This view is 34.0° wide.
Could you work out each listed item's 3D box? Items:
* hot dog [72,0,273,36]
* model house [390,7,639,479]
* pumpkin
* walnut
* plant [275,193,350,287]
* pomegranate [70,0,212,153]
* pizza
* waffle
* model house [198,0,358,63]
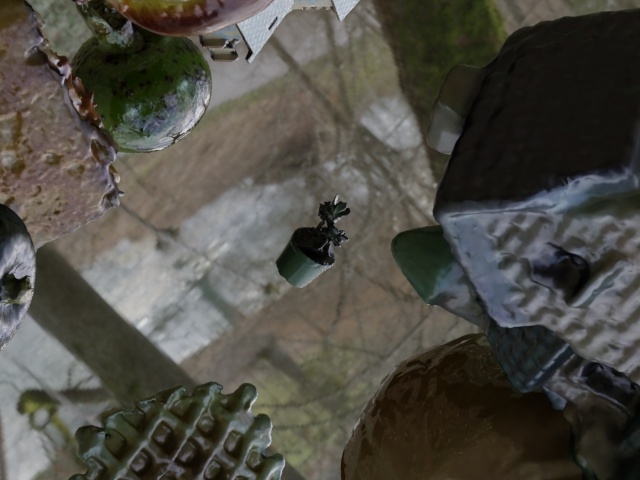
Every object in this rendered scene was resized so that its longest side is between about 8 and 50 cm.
[{"bbox_3d":[-0.146,-0.326,1.011,0.185,0.405,0.223,32,67,-45],"label":"hot dog"},{"bbox_3d":[0.183,0.009,0.708,0.243,0.284,0.298,-56,173,-37],"label":"model house"},{"bbox_3d":[-0.351,0.038,1.039,0.167,0.125,0.167,-17,111,-56],"label":"pumpkin"},{"bbox_3d":[0.167,0.237,0.936,0.333,0.333,0.333,-45,173,-7],"label":"walnut"},{"bbox_3d":[0.000,0.000,1.028,0.102,0.051,0.051,-49,172,30],"label":"plant"},{"bbox_3d":[-0.267,-0.238,1.487,0.211,0.211,0.263,-43,143,-25],"label":"pomegranate"},{"bbox_3d":[-0.356,-0.099,1.173,0.277,0.114,0.409,-1,130,-27],"label":"pizza"},{"bbox_3d":[-0.180,0.335,1.354,0.309,0.292,0.056,-9,-179,-35],"label":"waffle"},{"bbox_3d":[-0.032,-0.338,1.212,0.178,0.206,0.271,55,37,-68],"label":"model house"}]
